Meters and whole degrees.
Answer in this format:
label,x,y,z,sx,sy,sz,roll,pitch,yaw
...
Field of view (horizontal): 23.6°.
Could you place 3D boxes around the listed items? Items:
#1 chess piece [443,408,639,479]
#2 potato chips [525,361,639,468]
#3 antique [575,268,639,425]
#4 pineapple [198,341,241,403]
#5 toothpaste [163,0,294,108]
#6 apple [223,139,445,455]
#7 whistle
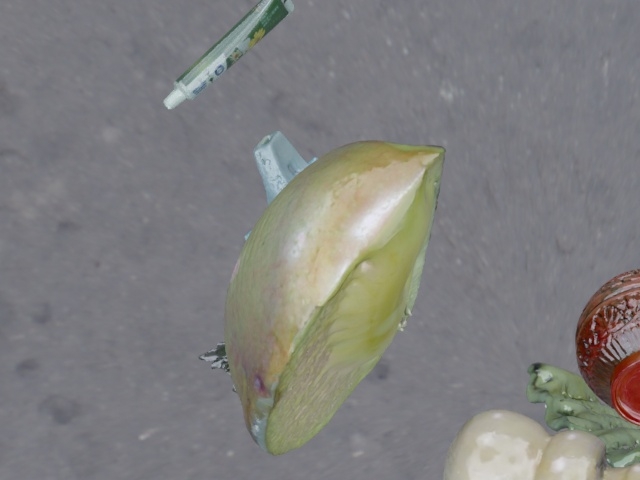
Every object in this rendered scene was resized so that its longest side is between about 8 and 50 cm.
label,x,y,z,sx,sy,sz,roll,pitch,yaw
chess piece,0.233,0.221,1.308,0.260,0.143,0.143,20,87,16
potato chips,0.413,0.263,1.674,0.389,0.373,0.097,33,83,-30
antique,0.210,0.064,0.961,0.104,0.104,0.104,-1,84,8
pineapple,-0.005,0.062,1.523,0.125,0.125,0.251,40,76,10
toothpaste,-0.113,-0.231,1.863,0.204,0.049,0.031,-43,51,-6
apple,-0.010,0.042,1.061,0.120,0.265,0.193,33,66,14
whistle,0.000,0.000,1.777,0.093,0.186,0.274,-19,110,31
